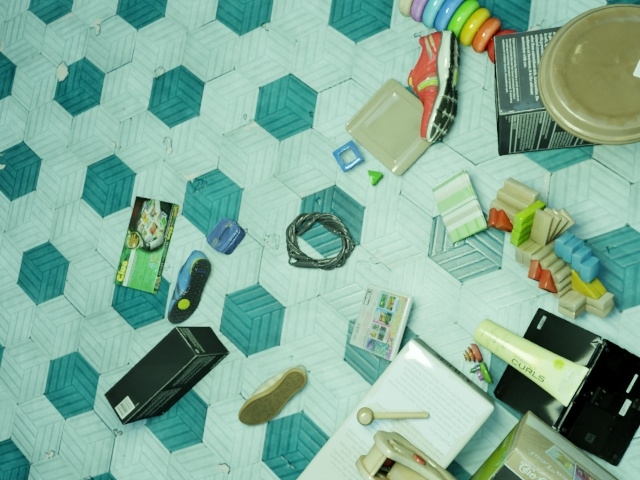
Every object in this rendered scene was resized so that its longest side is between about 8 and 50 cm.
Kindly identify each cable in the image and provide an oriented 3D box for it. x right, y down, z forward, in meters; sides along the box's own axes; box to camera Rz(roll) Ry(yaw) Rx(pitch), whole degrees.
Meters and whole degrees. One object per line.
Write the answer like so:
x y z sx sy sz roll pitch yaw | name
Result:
0.000 0.000 1.532 0.185 0.047 0.150 0 77 20 | cable

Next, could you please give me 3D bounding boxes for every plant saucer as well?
0.549 -0.315 1.101 0.278 0.041 0.277 -2 81 15 | plant saucer

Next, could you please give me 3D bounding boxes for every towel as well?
0.334 -0.081 1.426 0.113 0.023 0.152 -32 72 49 | towel

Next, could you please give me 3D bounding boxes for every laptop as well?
0.571 0.320 1.321 0.264 0.136 0.234 28 91 -7 | laptop

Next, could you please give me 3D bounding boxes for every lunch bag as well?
-0.252 -0.014 1.595 0.067 0.065 0.098 38 94 18 | lunch bag

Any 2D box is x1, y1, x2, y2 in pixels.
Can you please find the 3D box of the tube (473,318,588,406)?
0.455 0.256 1.311 0.240 0.062 0.070 32 135 32 | tube

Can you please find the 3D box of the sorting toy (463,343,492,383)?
0.358 0.289 1.366 0.042 0.061 0.102 -25 53 12 | sorting toy

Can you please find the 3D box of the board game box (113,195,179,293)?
-0.494 0.011 1.685 0.136 0.030 0.259 12 85 16 | board game box

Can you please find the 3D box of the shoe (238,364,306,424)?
-0.118 0.390 1.504 0.219 0.058 0.076 -39 104 12 | shoe

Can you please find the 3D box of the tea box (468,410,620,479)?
0.445 0.589 1.175 0.329 0.220 0.323 38 110 18 | tea box

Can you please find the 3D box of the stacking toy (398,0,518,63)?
0.360 -0.542 1.460 0.330 0.141 0.141 38 94 14 | stacking toy

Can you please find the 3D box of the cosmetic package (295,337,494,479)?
0.162 0.466 1.345 0.230 0.161 0.453 40 94 17 | cosmetic package

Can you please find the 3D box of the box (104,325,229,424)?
-0.388 0.340 1.521 0.261 0.184 0.103 -43 70 7 | box

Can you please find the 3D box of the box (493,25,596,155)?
0.530 -0.320 1.283 0.294 0.296 0.182 -3 81 15 | box

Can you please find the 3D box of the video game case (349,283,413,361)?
0.145 0.195 1.433 0.143 0.019 0.157 14 85 48 | video game case

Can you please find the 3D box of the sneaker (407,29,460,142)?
0.267 -0.370 1.446 0.118 0.107 0.279 4 82 32 | sneaker

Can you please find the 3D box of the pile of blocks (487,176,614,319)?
0.493 0.027 1.300 0.113 0.149 0.362 -30 72 -25 | pile of blocks

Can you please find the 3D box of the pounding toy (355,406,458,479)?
0.177 0.426 1.181 0.269 0.154 0.155 35 93 17 | pounding toy

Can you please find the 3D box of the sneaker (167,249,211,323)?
-0.363 0.125 1.617 0.082 0.069 0.209 36 104 51 | sneaker

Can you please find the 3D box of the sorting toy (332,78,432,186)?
0.192 -0.287 1.511 0.347 0.047 0.196 -46 76 3 | sorting toy
